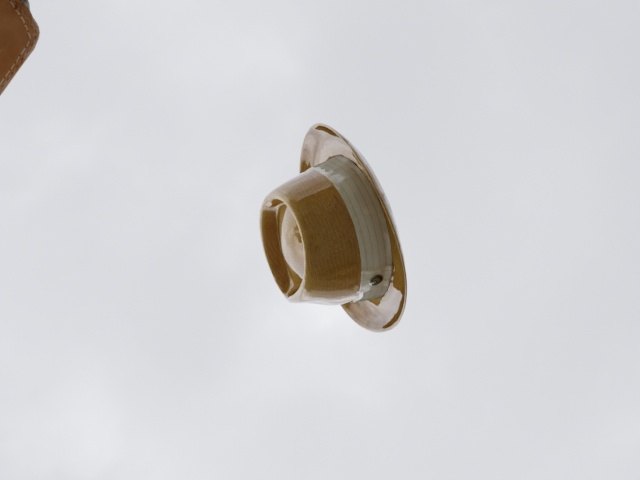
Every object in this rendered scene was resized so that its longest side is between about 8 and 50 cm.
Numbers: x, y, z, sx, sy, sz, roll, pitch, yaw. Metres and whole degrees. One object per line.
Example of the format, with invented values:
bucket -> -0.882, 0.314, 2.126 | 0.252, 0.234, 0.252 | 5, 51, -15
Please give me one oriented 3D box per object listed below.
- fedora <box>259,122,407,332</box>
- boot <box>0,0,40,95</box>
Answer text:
fedora -> 0.000, 0.000, 1.000 | 0.079, 0.194, 0.194 | -20, -64, -20
boot -> -0.161, -0.205, 0.485 | 0.220, 0.109, 0.283 | 38, -109, -42
